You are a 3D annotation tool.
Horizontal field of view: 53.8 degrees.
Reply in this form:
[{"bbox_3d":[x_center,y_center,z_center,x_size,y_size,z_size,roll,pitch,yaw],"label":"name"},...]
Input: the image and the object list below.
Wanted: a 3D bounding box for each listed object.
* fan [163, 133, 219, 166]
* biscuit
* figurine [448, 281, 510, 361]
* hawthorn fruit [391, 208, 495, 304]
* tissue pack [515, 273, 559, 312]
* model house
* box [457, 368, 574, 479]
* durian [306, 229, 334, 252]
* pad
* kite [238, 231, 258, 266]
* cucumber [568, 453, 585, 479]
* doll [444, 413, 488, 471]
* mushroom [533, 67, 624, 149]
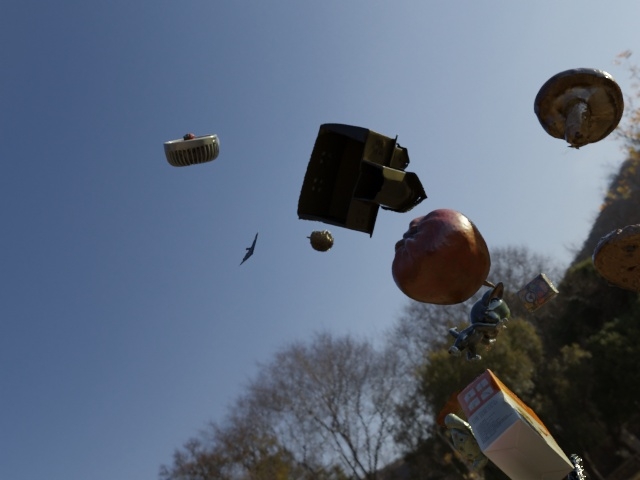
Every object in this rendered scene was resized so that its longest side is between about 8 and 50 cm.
[{"bbox_3d":[-0.307,-0.236,1.578,0.130,0.074,0.244,-9,14,5],"label":"fan"},{"bbox_3d":[0.938,0.048,1.810,0.296,0.295,0.075,97,-168,-56],"label":"biscuit"},{"bbox_3d":[0.495,0.279,1.974,0.265,0.140,0.193,-30,-41,-12],"label":"figurine"},{"bbox_3d":[0.356,0.066,1.760,0.277,0.298,0.277,-60,4,7],"label":"hawthorn fruit"},{"bbox_3d":[0.535,0.130,1.557,0.083,0.063,0.035,-44,-30,25],"label":"tissue pack"},{"bbox_3d":[0.119,-0.110,1.273,0.243,0.204,0.211,8,-80,-49],"label":"model house"},{"bbox_3d":[0.548,0.547,1.820,0.143,0.225,0.341,-46,7,7],"label":"box"},{"bbox_3d":[0.000,0.000,2.006,0.080,0.091,0.080,14,-90,-82],"label":"durian"},{"bbox_3d":[0.580,0.572,2.181,0.249,0.055,0.323,23,-49,-12],"label":"pad"},{"bbox_3d":[-0.202,0.027,1.813,0.004,0.090,0.122,28,-91,-22],"label":"kite"},{"bbox_3d":[0.726,0.678,1.778,0.053,0.053,0.181,-52,3,24],"label":"cucumber"},{"bbox_3d":[0.484,0.660,2.068,0.071,0.214,0.103,-31,4,-41],"label":"doll"},{"bbox_3d":[0.857,-0.427,2.046,0.267,0.254,0.267,-9,-61,-16],"label":"mushroom"}]
